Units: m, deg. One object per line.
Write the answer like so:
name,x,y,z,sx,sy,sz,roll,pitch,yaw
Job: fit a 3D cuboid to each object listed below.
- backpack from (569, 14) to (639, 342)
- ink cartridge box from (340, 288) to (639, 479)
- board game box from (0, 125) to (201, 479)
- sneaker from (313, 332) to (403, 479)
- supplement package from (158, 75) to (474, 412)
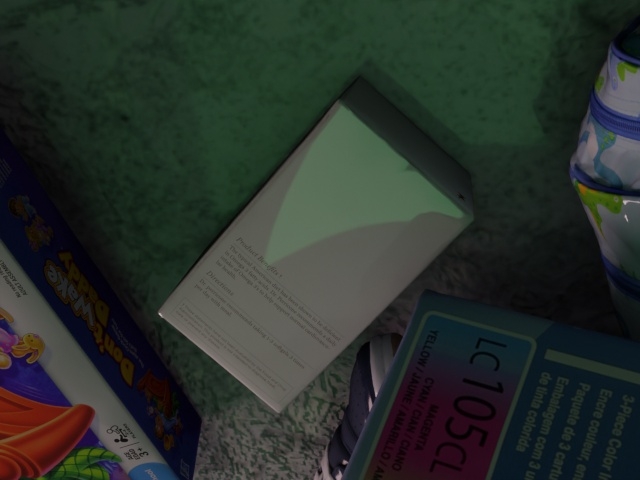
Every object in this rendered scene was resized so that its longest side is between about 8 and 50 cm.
backpack,0.310,-0.037,0.458,0.356,0.290,0.273,-24,104,41
ink cartridge box,0.235,0.181,0.462,0.396,0.270,0.151,16,70,27
board game box,-0.263,0.062,0.614,0.233,0.078,0.347,-20,122,13
sneaker,0.005,0.202,0.665,0.153,0.099,0.282,-4,110,7
supplement package,0.000,0.000,0.596,0.105,0.105,0.179,42,109,-6
